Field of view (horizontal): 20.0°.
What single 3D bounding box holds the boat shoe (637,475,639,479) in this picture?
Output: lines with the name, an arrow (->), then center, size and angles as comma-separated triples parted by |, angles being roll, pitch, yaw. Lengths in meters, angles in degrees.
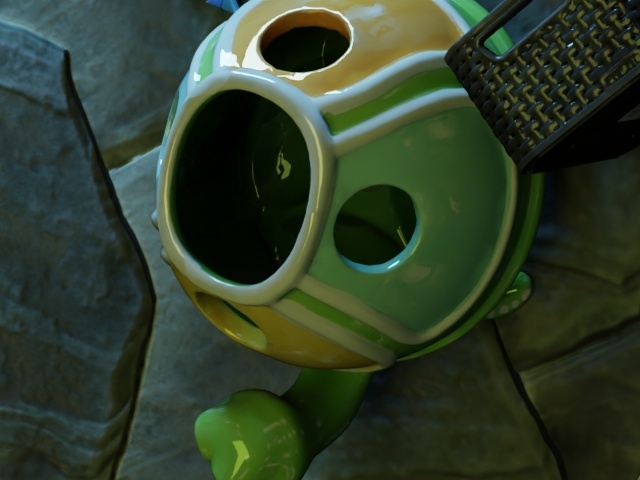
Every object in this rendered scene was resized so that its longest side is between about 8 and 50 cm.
boat shoe -> 0.235, 0.145, 1.115 | 0.079, 0.081, 0.227 | 34, 112, 23

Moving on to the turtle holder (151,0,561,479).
turtle holder -> -0.009, -0.018, 1.157 | 0.243, 0.227, 0.320 | 48, 117, 17

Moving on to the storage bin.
storage bin -> 0.171, -0.111, 1.063 | 0.122, 0.180, 0.084 | -39, 77, 29

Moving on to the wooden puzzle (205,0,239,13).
wooden puzzle -> -0.073, -0.224, 1.297 | 0.078, 0.014, 0.116 | 16, 104, 33
